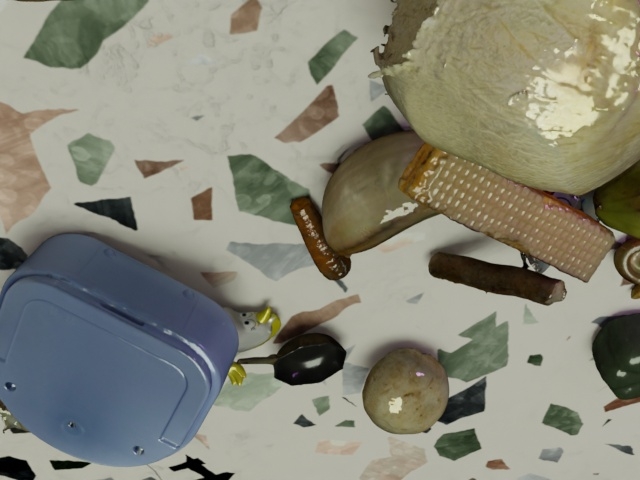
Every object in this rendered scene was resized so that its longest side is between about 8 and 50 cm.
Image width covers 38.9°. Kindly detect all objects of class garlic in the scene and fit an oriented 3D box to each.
[{"bbox_3d":[0.156,-0.084,1.324,0.338,0.151,0.196,-21,154,2],"label":"garlic"}]

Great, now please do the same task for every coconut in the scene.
[{"bbox_3d":[0.261,-0.227,0.998,0.360,0.346,0.346,20,144,31],"label":"coconut"}]

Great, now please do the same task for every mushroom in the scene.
[{"bbox_3d":[0.155,0.273,1.655,0.166,0.127,0.166,-10,120,-18],"label":"mushroom"},{"bbox_3d":[0.548,0.037,1.474,0.129,0.073,0.088,13,112,37],"label":"mushroom"}]

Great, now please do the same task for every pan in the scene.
[{"bbox_3d":[-0.044,0.193,1.590,0.128,0.048,0.202,-36,140,18],"label":"pan"}]

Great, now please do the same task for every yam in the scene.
[{"bbox_3d":[0.270,0.060,1.411,0.241,0.057,0.057,12,150,43],"label":"yam"}]

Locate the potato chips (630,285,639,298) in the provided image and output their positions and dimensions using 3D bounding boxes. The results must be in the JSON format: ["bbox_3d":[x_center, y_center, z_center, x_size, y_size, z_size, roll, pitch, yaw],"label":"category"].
[{"bbox_3d":[0.586,0.029,1.511,0.037,0.026,0.204,15,132,-14],"label":"potato chips"}]

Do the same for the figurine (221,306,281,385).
[{"bbox_3d":[-0.150,0.169,1.562,0.129,0.109,0.178,26,113,-33],"label":"figurine"}]

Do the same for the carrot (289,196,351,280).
[{"bbox_3d":[0.000,0.000,1.427,0.055,0.055,0.161,-19,130,14],"label":"carrot"}]

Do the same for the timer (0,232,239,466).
[{"bbox_3d":[-0.348,0.197,1.474,0.395,0.173,0.395,5,122,9],"label":"timer"}]

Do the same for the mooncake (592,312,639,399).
[{"bbox_3d":[0.581,0.211,1.636,0.175,0.104,0.168,30,120,-33],"label":"mooncake"}]

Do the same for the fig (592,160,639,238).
[{"bbox_3d":[0.488,-0.062,1.336,0.165,0.144,0.154,-14,121,15],"label":"fig"}]

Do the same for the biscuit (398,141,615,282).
[{"bbox_3d":[0.266,-0.041,1.253,0.378,0.054,0.094,21,107,-35],"label":"biscuit"}]

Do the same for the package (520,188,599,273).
[{"bbox_3d":[0.354,-0.057,1.365,0.194,0.071,0.269,-41,135,-14],"label":"package"}]

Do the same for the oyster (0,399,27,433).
[{"bbox_3d":[-0.466,0.326,1.680,0.275,0.100,0.271,-3,140,0],"label":"oyster"}]
